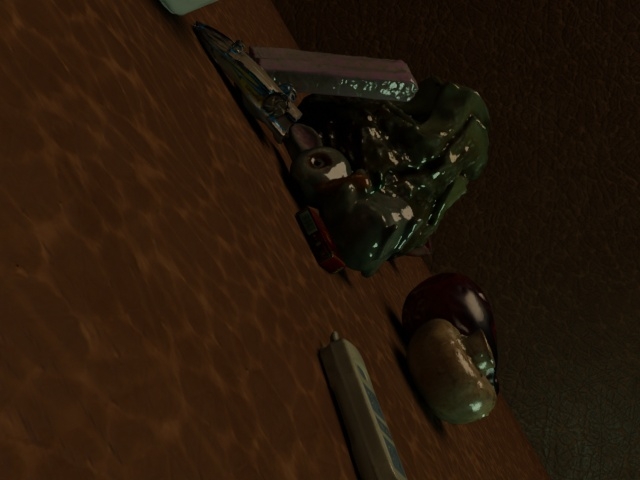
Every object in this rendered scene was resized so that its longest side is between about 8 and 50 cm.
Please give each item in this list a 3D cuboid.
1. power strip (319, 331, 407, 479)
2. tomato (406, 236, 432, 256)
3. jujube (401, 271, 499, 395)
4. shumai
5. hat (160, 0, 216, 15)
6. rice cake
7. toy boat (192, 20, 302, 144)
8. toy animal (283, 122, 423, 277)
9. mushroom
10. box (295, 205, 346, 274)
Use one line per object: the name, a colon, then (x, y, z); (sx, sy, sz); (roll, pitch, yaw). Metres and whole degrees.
power strip: (0.036, 0.150, 0.650); (0.047, 0.030, 0.191); (52, 12, -41)
tomato: (0.181, -0.041, 1.795); (0.228, 0.112, 0.199); (56, 17, -22)
jujube: (0.234, 0.174, 1.264); (0.168, 0.168, 0.236); (-29, 95, -81)
shumai: (0.167, -0.182, 1.458); (0.395, 0.348, 0.395); (55, 14, -22)
hat: (-0.163, -0.362, 0.921); (0.203, 0.126, 0.203); (57, 9, -14)
rice cake: (0.021, -0.296, 1.319); (0.106, 0.298, 0.050); (-101, -163, -53)
toy boat: (-0.104, -0.231, 1.047); (0.210, 0.066, 0.084); (46, 22, -9)
toy animal: (0.015, -0.070, 1.059); (0.251, 0.127, 0.125); (44, -2, 16)
mushroom: (0.202, 0.194, 1.102); (0.166, 0.127, 0.166); (56, 16, -26)
box: (0.000, 0.000, 0.963); (0.082, 0.023, 0.051); (63, 11, 26)
